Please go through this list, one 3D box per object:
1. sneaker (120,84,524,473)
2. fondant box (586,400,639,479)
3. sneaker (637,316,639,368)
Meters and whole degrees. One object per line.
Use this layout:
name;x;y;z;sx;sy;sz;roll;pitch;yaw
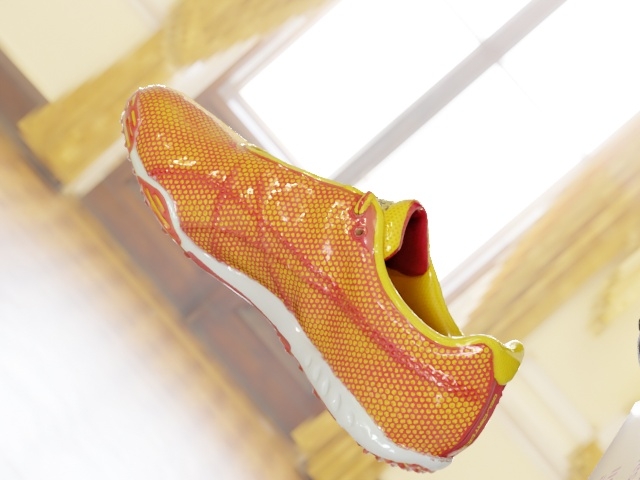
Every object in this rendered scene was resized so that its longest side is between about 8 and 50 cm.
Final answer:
sneaker;0.000;0.000;0.610;0.175;0.067;0.064;44;13;24
fondant box;0.129;0.114;0.483;0.096;0.238;0.330;37;-26;1
sneaker;0.253;0.037;1.081;0.140;0.340;0.125;15;11;29
